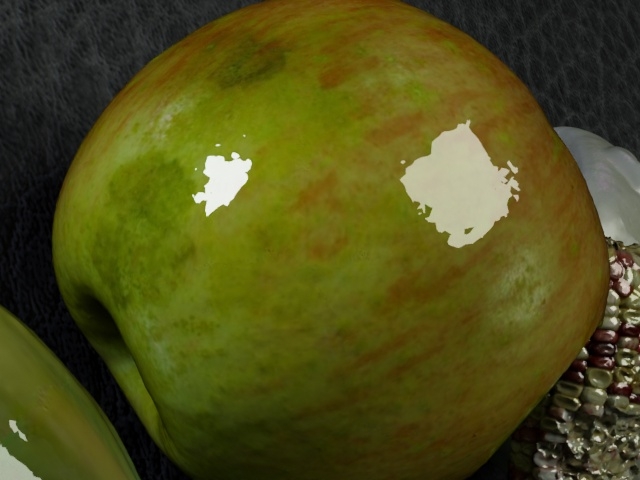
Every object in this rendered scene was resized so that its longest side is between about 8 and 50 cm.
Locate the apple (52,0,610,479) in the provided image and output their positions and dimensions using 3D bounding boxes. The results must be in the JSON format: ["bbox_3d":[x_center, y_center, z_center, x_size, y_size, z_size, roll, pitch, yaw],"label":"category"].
[{"bbox_3d":[0.001,0.014,1.185,0.339,0.339,0.339,41,33,-35],"label":"apple"}]

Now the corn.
[{"bbox_3d":[0.178,0.138,1.296,0.098,0.098,0.290,9,88,-58],"label":"corn"}]

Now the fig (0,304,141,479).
[{"bbox_3d":[-0.200,0.121,0.806,0.271,0.239,0.239,18,32,5],"label":"fig"}]

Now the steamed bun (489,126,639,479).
[{"bbox_3d":[0.207,0.045,1.526,0.247,0.236,0.383,47,12,-16],"label":"steamed bun"}]
